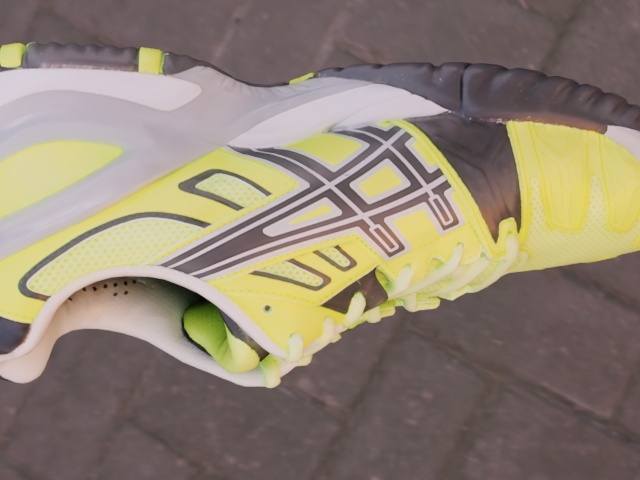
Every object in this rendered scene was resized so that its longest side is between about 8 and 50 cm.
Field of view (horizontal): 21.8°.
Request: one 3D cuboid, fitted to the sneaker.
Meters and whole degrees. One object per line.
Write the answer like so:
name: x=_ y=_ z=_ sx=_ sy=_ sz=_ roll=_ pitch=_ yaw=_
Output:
sneaker: x=0.000 y=0.000 z=0.810 sx=0.385 sy=0.145 sz=0.147 roll=-1 pitch=69 yaw=-13
